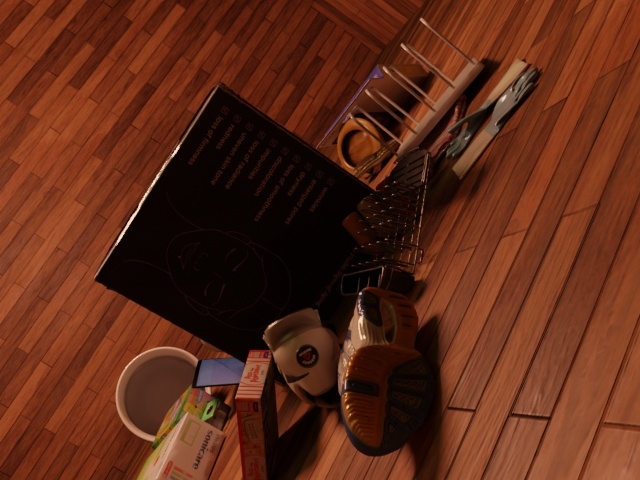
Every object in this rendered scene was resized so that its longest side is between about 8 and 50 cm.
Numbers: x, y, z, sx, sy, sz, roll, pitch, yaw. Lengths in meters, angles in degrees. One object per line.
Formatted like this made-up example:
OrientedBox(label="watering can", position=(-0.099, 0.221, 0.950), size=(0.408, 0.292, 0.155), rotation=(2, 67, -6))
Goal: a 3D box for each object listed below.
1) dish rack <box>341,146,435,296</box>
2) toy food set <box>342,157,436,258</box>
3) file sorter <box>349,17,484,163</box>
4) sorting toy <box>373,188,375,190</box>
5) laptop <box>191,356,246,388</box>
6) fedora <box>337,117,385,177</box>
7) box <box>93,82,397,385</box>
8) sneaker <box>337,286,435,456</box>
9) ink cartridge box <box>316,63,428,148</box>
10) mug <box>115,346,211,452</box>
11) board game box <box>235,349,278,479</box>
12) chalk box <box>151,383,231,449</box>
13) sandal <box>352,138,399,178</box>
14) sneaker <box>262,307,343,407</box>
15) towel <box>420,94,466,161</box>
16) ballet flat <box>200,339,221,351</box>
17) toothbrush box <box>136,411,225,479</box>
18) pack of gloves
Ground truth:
OrientedBox(label="dish rack", position=(0.120, -0.031, 1.178), size=(0.208, 0.074, 0.272), rotation=(159, 123, -71))
OrientedBox(label="toy food set", position=(0.164, -0.077, 1.343), size=(0.232, 0.104, 0.111), rotation=(-40, -7, -9))
OrientedBox(label="file sorter", position=(0.216, -0.349, 1.544), size=(0.278, 0.173, 0.193), rotation=(-51, 3, 20))
OrientedBox(label="sorting toy", position=(0.115, -0.106, 1.745), size=(0.061, 0.042, 0.102), rotation=(-53, 10, 22))
OrientedBox(label="laptop", position=(-0.218, 0.292, 1.834), size=(0.264, 0.136, 0.234), rotation=(-56, 10, 3))
OrientedBox(label="fedora", position=(0.134, -0.282, 2.009), size=(0.079, 0.194, 0.194), rotation=(-18, -18, -38))
OrientedBox(label="box", position=(-0.166, -0.021, 1.509), size=(0.480, 0.471, 0.297), rotation=(-56, 15, 3))
OrientedBox(label="sneaker", position=(0.075, 0.187, 0.867), size=(0.296, 0.111, 0.131), rotation=(-72, 0, -63))
OrientedBox(label="ink cartridge box", position=(0.150, -0.422, 2.088), size=(0.307, 0.072, 0.304), rotation=(-13, -26, -45))
OrientedBox(label="mug", position=(-0.479, 0.539, 2.072), size=(0.328, 0.276, 0.375), rotation=(120, 150, -70))
OrientedBox(label="board game box", position=(-0.107, 0.313, 1.166), size=(0.147, 0.045, 0.194), rotation=(-79, -12, -67))
OrientedBox(label="chalk box", position=(-0.339, 0.492, 1.799), size=(0.213, 0.132, 0.132), rotation=(-50, 12, 35))
OrientedBox(label="sandal", position=(0.162, -0.223, 1.908), size=(0.180, 0.049, 0.072), rotation=(-35, 24, 27))
OrientedBox(label="sneaker", position=(-0.009, 0.213, 1.107), size=(0.122, 0.146, 0.330), rotation=(-30, -14, 1))
OrientedBox(label="towel", position=(0.258, -0.228, 1.465), size=(0.144, 0.029, 0.197), rotation=(-47, 14, 44))
OrientedBox(label="ballet flat", position=(-0.243, 0.231, 1.845), size=(0.139, 0.139, 0.400), rotation=(-53, -8, 24))
OrientedBox(label="toothbrush box", position=(-0.377, 0.600, 1.673), size=(0.283, 0.122, 0.206), rotation=(-48, 13, 37))
OrientedBox(label="pack of gloves", position=(0.300, -0.237, 1.232), size=(0.232, 0.046, 0.195), rotation=(-54, 9, 18))
